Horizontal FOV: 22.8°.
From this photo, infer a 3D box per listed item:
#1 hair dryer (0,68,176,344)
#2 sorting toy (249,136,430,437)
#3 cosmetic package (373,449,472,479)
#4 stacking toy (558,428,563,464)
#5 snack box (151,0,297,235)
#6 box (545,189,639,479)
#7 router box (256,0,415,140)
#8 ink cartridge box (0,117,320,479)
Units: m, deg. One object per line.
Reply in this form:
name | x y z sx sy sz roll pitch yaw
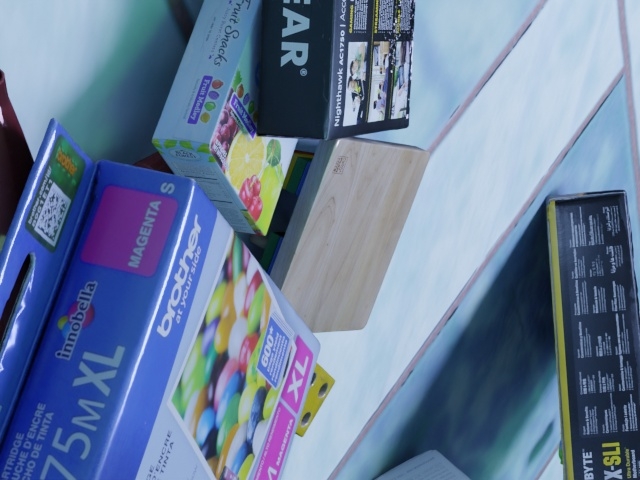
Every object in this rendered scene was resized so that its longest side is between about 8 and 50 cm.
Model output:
hair dryer | -0.137 0.000 0.813 0.293 0.080 0.223 59 45 -64
sorting toy | 0.000 0.000 1.040 0.132 0.046 0.274 2 111 -60
cosmetic package | 0.134 0.289 1.303 0.085 0.231 0.117 -24 135 -32
stacking toy | 0.207 0.304 1.644 0.221 0.052 0.167 -47 149 -32
snack box | -0.039 -0.088 0.873 0.100 0.037 0.141 61 41 -58
box | 0.251 0.159 1.395 0.257 0.079 0.322 68 20 -53
router box | 0.013 -0.148 0.872 0.133 0.046 0.178 -17 111 -67
ink cartridge box | -0.084 0.085 0.802 0.311 0.065 0.185 54 50 -63
